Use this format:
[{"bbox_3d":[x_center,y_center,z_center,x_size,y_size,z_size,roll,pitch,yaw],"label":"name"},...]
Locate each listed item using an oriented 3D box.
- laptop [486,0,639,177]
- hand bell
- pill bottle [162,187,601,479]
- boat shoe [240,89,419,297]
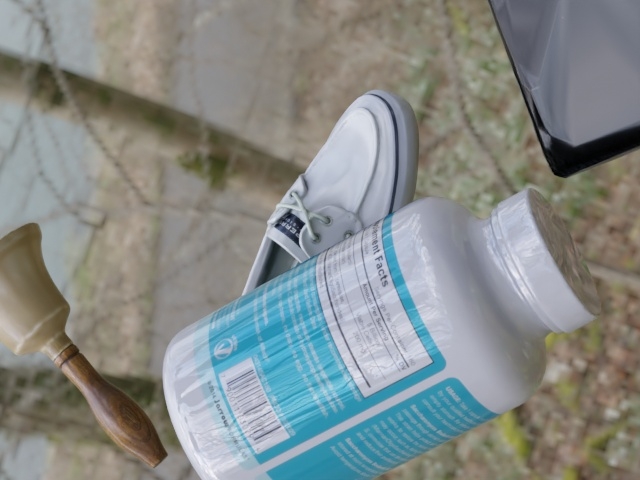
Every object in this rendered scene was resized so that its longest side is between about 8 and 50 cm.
[{"bbox_3d":[0.256,-0.283,0.989,0.408,0.236,0.382,-23,86,61],"label":"laptop"},{"bbox_3d":[-0.227,0.113,1.682,0.126,0.242,0.126,-42,-7,-7],"label":"hand bell"},{"bbox_3d":[0.042,0.067,1.172,0.264,0.146,0.146,-28,42,17],"label":"pill bottle"},{"bbox_3d":[0.000,0.000,1.297,0.083,0.075,0.226,31,108,42],"label":"boat shoe"}]
